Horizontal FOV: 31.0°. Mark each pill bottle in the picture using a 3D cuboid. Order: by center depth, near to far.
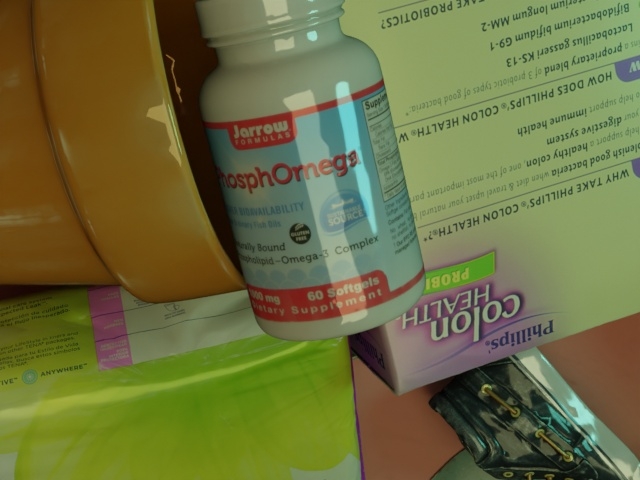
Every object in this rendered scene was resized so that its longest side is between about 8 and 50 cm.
[{"bbox_3d":[-0.007,-0.041,0.540,0.087,0.087,0.160,-16,105,-7],"label":"pill bottle"}]

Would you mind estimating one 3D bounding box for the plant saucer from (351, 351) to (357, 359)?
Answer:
[{"bbox_3d":[0.000,0.000,0.741,0.169,0.029,0.168,-5,112,-13],"label":"plant saucer"}]

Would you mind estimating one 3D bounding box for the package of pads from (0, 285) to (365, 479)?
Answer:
[{"bbox_3d":[-0.123,0.130,0.695,0.297,0.101,0.229,-13,128,-7],"label":"package of pads"}]

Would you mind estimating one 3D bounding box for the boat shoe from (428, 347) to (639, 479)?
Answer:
[{"bbox_3d":[0.158,0.148,0.806,0.083,0.065,0.183,-43,98,-1],"label":"boat shoe"}]

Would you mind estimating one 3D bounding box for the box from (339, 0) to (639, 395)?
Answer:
[{"bbox_3d":[0.097,-0.069,0.663,0.214,0.117,0.242,-18,105,-12],"label":"box"}]

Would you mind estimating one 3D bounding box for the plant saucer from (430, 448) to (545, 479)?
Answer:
[{"bbox_3d":[0.161,0.228,0.866,0.195,0.037,0.194,-5,113,-11],"label":"plant saucer"}]

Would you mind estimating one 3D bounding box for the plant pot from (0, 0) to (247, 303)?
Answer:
[{"bbox_3d":[-0.144,-0.057,0.604,0.188,0.205,0.205,-12,114,8],"label":"plant pot"}]
